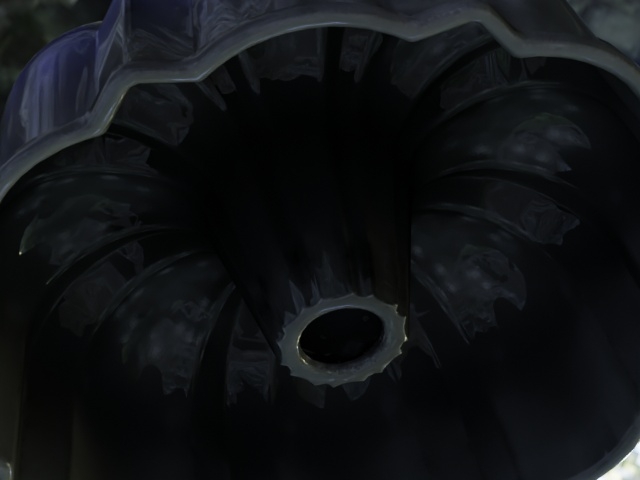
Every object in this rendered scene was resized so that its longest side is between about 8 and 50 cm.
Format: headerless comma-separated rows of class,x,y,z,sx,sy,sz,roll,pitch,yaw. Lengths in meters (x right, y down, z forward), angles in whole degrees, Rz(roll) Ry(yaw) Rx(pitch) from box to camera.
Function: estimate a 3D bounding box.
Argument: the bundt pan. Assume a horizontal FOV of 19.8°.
bundt pan,0.000,0.000,0.780,0.331,0.124,0.330,-6,-46,-7
